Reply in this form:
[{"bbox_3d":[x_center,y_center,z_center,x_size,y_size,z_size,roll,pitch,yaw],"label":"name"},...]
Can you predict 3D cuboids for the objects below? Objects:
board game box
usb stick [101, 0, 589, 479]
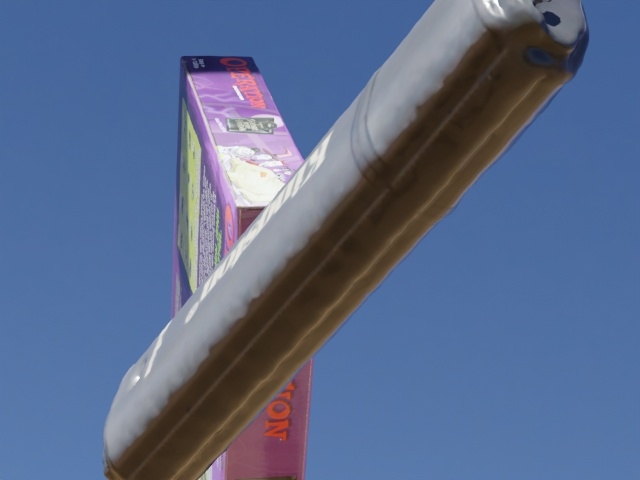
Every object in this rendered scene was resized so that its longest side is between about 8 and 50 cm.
[{"bbox_3d":[-0.049,0.097,0.951,0.056,0.208,0.347,1,-64,-8],"label":"board game box"},{"bbox_3d":[0.000,0.000,0.642,0.045,0.077,0.278,27,-52,-19],"label":"usb stick"}]
